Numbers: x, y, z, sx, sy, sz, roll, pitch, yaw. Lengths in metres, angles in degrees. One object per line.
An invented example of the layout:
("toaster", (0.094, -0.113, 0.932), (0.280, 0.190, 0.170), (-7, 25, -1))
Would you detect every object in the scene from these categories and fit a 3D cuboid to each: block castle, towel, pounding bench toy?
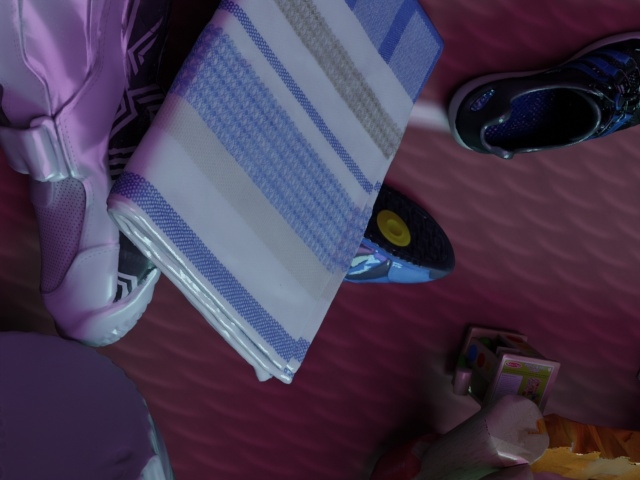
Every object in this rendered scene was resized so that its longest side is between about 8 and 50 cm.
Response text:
("block castle", (0.190, 0.359, 1.096), (0.303, 0.453, 0.213), (12, 147, -23))
("towel", (-0.019, -0.076, 0.963), (0.209, 0.034, 0.285), (50, 57, -45))
("pounding bench toy", (0.127, 0.099, 1.164), (0.083, 0.065, 0.052), (10, 105, -26))

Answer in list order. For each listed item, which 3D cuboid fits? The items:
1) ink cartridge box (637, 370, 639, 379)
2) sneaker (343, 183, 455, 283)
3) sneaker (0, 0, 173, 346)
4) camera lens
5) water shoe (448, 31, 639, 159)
("ink cartridge box", (0.346, 0.038, 1.239), (0.097, 0.046, 0.207), (15, 104, -24))
("sneaker", (0.000, 0.000, 1.087), (0.209, 0.069, 0.082), (13, 137, -34))
("sneaker", (-0.192, -0.115, 0.922), (0.210, 0.137, 0.366), (2, 104, -21))
("camera lens", (-0.194, 0.223, 0.969), (0.219, 0.219, 0.274), (-15, 133, -15))
("water shoe", (0.196, -0.097, 1.107), (0.203, 0.080, 0.073), (-17, 116, -14))
